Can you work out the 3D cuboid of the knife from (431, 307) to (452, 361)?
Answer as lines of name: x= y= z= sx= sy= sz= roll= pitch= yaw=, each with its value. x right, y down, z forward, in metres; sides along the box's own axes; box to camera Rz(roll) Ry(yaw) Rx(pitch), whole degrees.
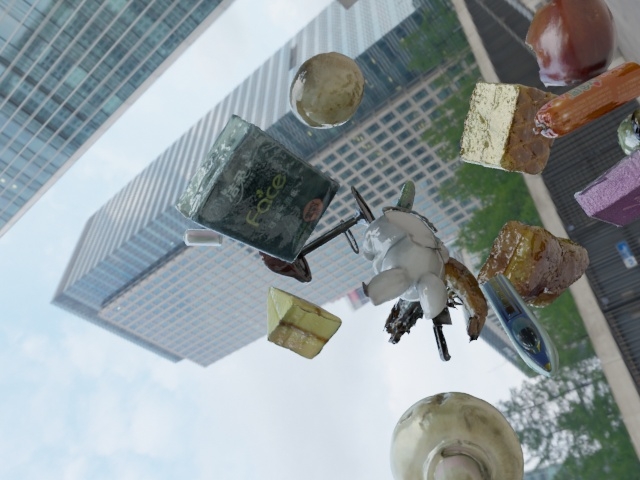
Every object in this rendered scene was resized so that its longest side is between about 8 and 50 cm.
knife: x=0.307 y=0.190 z=1.345 sx=0.072 sy=0.019 sz=0.245 roll=9 pitch=-121 yaw=-29

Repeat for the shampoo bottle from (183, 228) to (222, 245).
shampoo bottle: x=-0.304 y=-0.008 z=1.358 sx=0.072 sy=0.099 sz=0.043 roll=160 pitch=112 yaw=-84

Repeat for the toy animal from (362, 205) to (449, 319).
toy animal: x=0.189 y=0.043 z=1.199 sx=0.208 sy=0.154 sz=0.325 roll=13 pitch=-153 yaw=5

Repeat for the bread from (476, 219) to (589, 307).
bread: x=0.496 y=0.070 z=1.196 sx=0.380 sy=0.185 sz=0.109 roll=11 pitch=-167 yaw=-47

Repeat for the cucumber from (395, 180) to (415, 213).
cucumber: x=0.279 y=-0.127 z=1.734 sx=0.056 sy=0.056 sz=0.250 roll=50 pitch=-147 yaw=-15

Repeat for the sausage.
sausage: x=0.621 y=-0.321 z=1.238 sx=0.093 sy=0.312 sz=0.093 roll=57 pitch=165 yaw=24

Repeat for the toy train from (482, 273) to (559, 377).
toy train: x=0.312 y=0.126 z=0.825 sx=0.048 sy=0.055 sz=0.252 roll=56 pitch=-167 yaw=-15

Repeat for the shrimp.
shrimp: x=0.286 y=0.185 z=1.306 sx=0.222 sy=0.290 sz=0.054 roll=44 pitch=-156 yaw=20

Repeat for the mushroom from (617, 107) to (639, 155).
mushroom: x=0.794 y=-0.266 z=1.324 sx=0.312 sy=0.081 sz=0.100 roll=-10 pitch=-96 yaw=-66

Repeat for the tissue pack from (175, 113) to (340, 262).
tissue pack: x=-0.123 y=-0.099 z=1.143 sx=0.103 sy=0.228 sz=0.315 roll=35 pitch=-175 yaw=41

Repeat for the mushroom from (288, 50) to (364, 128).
mushroom: x=0.012 y=-0.314 z=1.101 sx=0.166 sy=0.166 sz=0.127 roll=24 pitch=-147 yaw=-46

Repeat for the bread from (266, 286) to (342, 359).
bread: x=-0.057 y=0.188 z=1.548 sx=0.167 sy=0.163 sz=0.264 roll=24 pitch=-152 yaw=-22

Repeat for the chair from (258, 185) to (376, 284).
chair: x=0.000 y=0.000 z=1.862 sx=0.227 sy=0.401 sz=0.226 roll=56 pitch=-169 yaw=-18

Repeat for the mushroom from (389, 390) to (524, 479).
mushroom: x=0.329 y=0.551 z=1.253 sx=0.315 sy=0.315 sz=0.356 roll=29 pitch=-139 yaw=-42

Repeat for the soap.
soap: x=0.775 y=-0.123 z=1.324 sx=0.259 sy=0.181 sz=0.081 roll=6 pitch=-130 yaw=-46

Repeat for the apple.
apple: x=0.459 y=-0.368 z=0.960 sx=0.147 sy=0.156 sz=0.158 roll=-155 pitch=47 yaw=-68

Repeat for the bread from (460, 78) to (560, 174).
bread: x=0.644 y=-0.378 z=1.786 sx=0.279 sy=0.279 sz=0.207 roll=2 pitch=-164 yaw=-40
